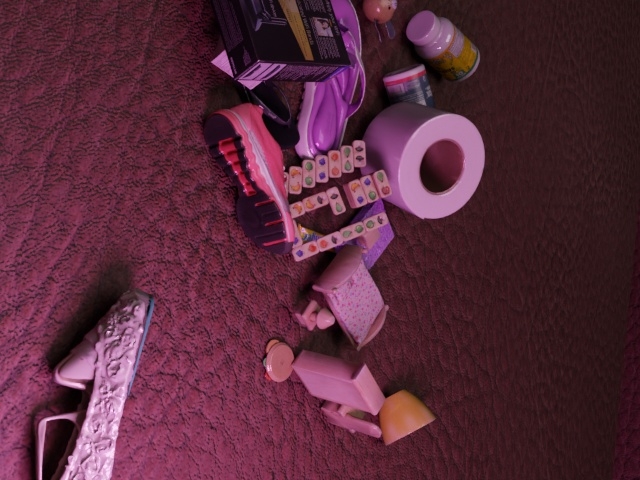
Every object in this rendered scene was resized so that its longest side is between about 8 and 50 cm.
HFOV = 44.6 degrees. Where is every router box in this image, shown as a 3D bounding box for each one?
[{"bbox_3d":[-0.092,-0.456,1.476,0.242,0.081,0.309,-9,79,-44],"label":"router box"}]

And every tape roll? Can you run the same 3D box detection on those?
[{"bbox_3d":[0.235,-0.190,1.818,0.246,0.169,0.246,-11,114,-27],"label":"tape roll"}]

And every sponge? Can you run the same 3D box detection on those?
[{"bbox_3d":[0.103,-0.002,1.805,0.210,0.031,0.117,-50,129,-44],"label":"sponge"}]

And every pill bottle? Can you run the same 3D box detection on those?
[{"bbox_3d":[0.318,-0.510,2.042,0.208,0.117,0.118,26,68,-45],"label":"pill bottle"},{"bbox_3d":[0.228,-0.335,1.933,0.108,0.108,0.180,-36,114,-44],"label":"pill bottle"}]

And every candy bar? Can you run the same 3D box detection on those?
[{"bbox_3d":[0.000,0.000,1.715,0.161,0.018,0.040,18,74,-46],"label":"candy bar"}]

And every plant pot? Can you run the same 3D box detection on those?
[{"bbox_3d":[0.190,0.407,1.834,0.134,0.134,0.095,-11,68,-49],"label":"plant pot"}]

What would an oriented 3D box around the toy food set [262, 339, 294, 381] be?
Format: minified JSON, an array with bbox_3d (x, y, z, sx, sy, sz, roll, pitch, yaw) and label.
[{"bbox_3d":[-0.086,0.249,1.596,0.083,0.020,0.083,32,64,-43],"label":"toy food set"}]

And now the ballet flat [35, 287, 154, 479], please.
[{"bbox_3d":[-0.360,0.261,1.205,0.147,0.147,0.409,25,69,-45],"label":"ballet flat"}]

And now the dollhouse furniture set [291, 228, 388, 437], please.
[{"bbox_3d":[0.122,0.192,1.676,0.355,0.173,0.303,-52,131,-30],"label":"dollhouse furniture set"}]

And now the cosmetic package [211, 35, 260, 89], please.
[{"bbox_3d":[-0.133,-0.418,1.524,0.099,0.060,0.239,33,53,-30],"label":"cosmetic package"}]

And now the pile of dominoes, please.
[{"bbox_3d":[0.028,-0.090,1.649,0.251,0.040,0.196,-23,95,-21],"label":"pile of dominoes"}]

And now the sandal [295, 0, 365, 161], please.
[{"bbox_3d":[0.045,-0.356,1.726,0.169,0.102,0.417,19,75,-47],"label":"sandal"}]

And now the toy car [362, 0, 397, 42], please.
[{"bbox_3d":[0.157,-0.571,1.859,0.155,0.148,0.189,-34,124,-56],"label":"toy car"}]

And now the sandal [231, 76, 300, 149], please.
[{"bbox_3d":[-0.114,-0.289,1.578,0.097,0.054,0.255,-55,126,-36],"label":"sandal"}]

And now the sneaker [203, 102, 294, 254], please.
[{"bbox_3d":[-0.105,-0.126,1.532,0.136,0.115,0.314,-40,116,-44],"label":"sneaker"}]
